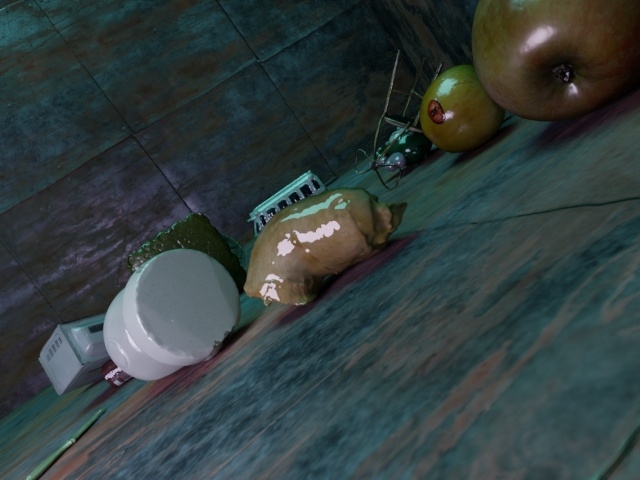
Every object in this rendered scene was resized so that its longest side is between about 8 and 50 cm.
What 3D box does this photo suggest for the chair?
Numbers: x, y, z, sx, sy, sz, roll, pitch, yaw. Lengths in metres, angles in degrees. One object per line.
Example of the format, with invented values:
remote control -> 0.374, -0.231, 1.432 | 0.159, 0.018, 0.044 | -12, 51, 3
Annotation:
chair -> 0.225, -0.311, 1.195 | 0.170, 0.160, 0.325 | -12, -53, -48

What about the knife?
knife -> -0.446, 0.359, 0.801 | 0.030, 0.014, 0.207 | -34, 7, 17

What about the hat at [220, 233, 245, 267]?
hat -> -0.371, 0.105, 1.515 | 0.266, 0.265, 0.128 | -37, -23, -14

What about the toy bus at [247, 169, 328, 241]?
toy bus -> -0.087, -0.079, 1.395 | 0.276, 0.164, 0.133 | -34, 7, 3

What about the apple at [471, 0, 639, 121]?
apple -> 0.340, -0.286, 0.627 | 0.257, 0.257, 0.233 | -26, 42, 49

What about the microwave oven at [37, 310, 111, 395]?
microwave oven -> -0.540, 0.256, 1.116 | 0.162, 0.122, 0.208 | -47, -17, 26

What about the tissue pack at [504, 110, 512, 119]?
tissue pack -> 0.349, -0.292, 1.074 | 0.149, 0.106, 0.099 | -34, 8, 4

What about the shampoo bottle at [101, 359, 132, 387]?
shampoo bottle -> -0.393, 0.246, 1.065 | 0.236, 0.067, 0.068 | -36, 7, -10

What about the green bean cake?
green bean cake -> -0.350, 0.080, 1.213 | 0.247, 0.249, 0.156 | -38, 9, -16

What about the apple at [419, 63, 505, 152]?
apple -> 0.287, -0.267, 0.940 | 0.155, 0.182, 0.182 | -39, 4, 31

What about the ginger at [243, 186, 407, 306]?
ginger -> 0.000, 0.000, 0.679 | 0.267, 0.152, 0.138 | -38, -22, 12

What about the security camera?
security camera -> -0.272, 0.138, 0.793 | 0.236, 0.194, 0.194 | -31, 8, 41

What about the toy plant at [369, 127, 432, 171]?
toy plant -> 0.261, -0.282, 1.335 | 0.233, 0.112, 0.243 | -41, 19, -6
